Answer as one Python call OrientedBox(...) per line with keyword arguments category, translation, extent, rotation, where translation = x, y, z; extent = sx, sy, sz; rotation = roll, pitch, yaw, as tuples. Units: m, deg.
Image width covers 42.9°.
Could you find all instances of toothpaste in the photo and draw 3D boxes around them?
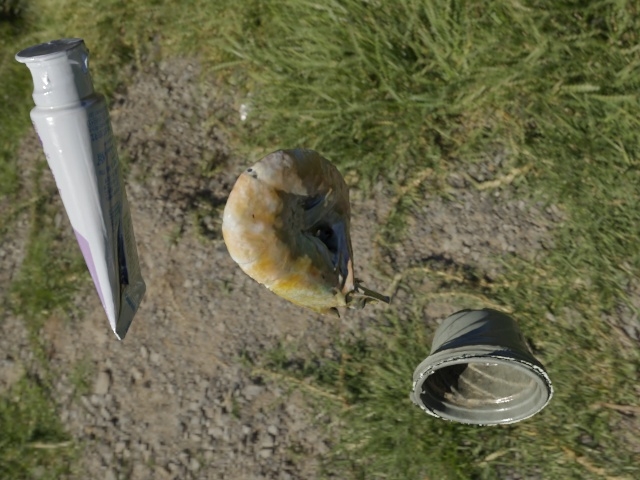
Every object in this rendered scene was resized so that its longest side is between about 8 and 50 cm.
OrientedBox(category="toothpaste", translation=(-0.231, -0.051, 0.832), extent=(0.073, 0.299, 0.114), rotation=(-8, 26, 4))

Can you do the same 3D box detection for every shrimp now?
OrientedBox(category="shrimp", translation=(0.000, 0.000, 1.005), extent=(0.077, 0.317, 0.168), rotation=(32, 87, 43))

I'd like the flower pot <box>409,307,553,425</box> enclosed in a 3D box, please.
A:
OrientedBox(category="flower pot", translation=(0.271, 0.206, 1.385), extent=(0.235, 0.235, 0.141), rotation=(-24, 40, 31))
